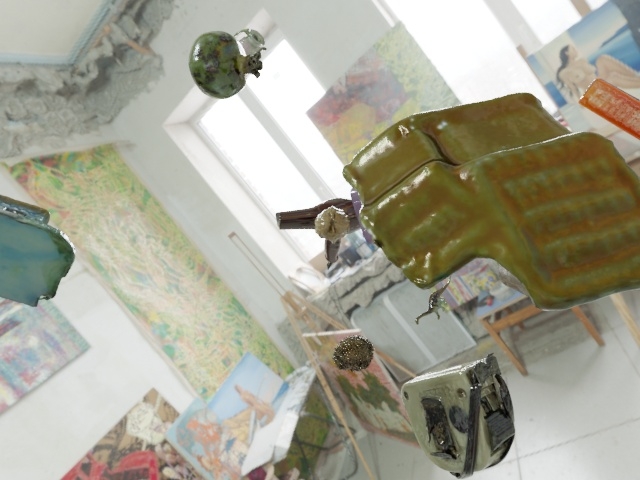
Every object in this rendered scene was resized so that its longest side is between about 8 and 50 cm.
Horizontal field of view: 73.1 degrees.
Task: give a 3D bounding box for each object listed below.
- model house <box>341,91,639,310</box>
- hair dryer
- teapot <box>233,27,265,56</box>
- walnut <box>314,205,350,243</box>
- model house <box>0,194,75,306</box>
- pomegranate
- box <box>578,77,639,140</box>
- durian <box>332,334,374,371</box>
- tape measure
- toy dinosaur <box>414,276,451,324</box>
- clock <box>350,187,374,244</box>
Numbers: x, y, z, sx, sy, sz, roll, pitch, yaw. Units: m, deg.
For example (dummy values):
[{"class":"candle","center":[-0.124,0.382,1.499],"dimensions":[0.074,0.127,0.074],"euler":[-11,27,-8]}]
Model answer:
[{"class":"model house","center":[0.175,-0.017,0.419],"dimensions":[0.267,0.174,0.239],"euler":[-15,40,2]},{"class":"hair dryer","center":[0.000,0.000,1.495],"dimensions":[0.312,0.123,0.341],"euler":[-9,-40,-14]},{"class":"teapot","center":[-0.195,-0.545,1.183],"dimensions":[0.064,0.083,0.064],"euler":[-33,21,37]},{"class":"walnut","center":[0.026,-0.034,0.960],"dimensions":[0.078,0.083,0.096],"euler":[-3,-2,-2]},{"class":"model house","center":[-0.708,-0.016,1.013],"dimensions":[0.226,0.261,0.241],"euler":[-55,28,19]},{"class":"pomegranate","center":[-0.170,-0.328,0.806],"dimensions":[0.161,0.122,0.122],"euler":[0,19,15]},{"class":"box","center":[0.559,-0.169,0.694],"dimensions":[0.264,0.273,0.048],"euler":[-25,-30,-53]},{"class":"durian","center":[0.063,0.225,0.853],"dimensions":[0.091,0.080,0.080],"euler":[0,-19,-34]},{"class":"tape measure","center":[0.312,0.397,0.947],"dimensions":[0.132,0.232,0.271],"euler":[-9,-21,-35]},{"class":"toy dinosaur","center":[0.334,0.174,1.218],"dimensions":[0.180,0.058,0.037],"euler":[-51,5,-24]},{"class":"clock","center":[0.137,-0.072,1.084],"dimensions":[0.050,0.153,0.110],"euler":[-16,6,34]}]
